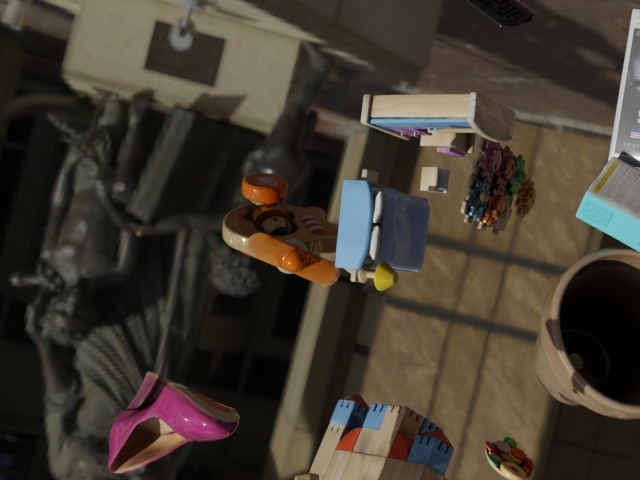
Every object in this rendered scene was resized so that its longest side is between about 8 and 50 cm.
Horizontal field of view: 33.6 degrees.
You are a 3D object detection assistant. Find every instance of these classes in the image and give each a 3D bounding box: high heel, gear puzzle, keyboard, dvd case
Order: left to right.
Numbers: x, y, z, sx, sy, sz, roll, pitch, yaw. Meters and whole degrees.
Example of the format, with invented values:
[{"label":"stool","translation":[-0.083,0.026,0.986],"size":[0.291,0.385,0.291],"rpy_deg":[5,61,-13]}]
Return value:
[{"label":"high heel","translation":[-0.238,0.317,1.664],"size":[0.127,0.181,0.377],"rpy_deg":[27,169,-18]},{"label":"keyboard","translation":[0.202,-0.352,1.397],"size":[0.192,0.038,0.100],"rpy_deg":[42,-139,18]},{"label":"gear puzzle","translation":[0.383,-0.096,2.167],"size":[0.044,0.176,0.339],"rpy_deg":[15,179,30]},{"label":"dvd case","translation":[0.541,-0.222,1.598],"size":[0.179,0.239,0.029],"rpy_deg":[13,-167,30]}]

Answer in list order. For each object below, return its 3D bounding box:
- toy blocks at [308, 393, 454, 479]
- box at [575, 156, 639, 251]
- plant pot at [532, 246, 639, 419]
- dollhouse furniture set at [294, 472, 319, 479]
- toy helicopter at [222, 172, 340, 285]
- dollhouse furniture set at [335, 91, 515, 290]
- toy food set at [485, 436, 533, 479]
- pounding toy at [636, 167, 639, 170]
[{"label":"toy blocks","translation":[0.111,0.404,1.837],"size":[0.190,0.261,0.381],"rpy_deg":[36,157,-30]},{"label":"box","translation":[0.519,-0.024,1.589],"size":[0.244,0.100,0.060],"rpy_deg":[32,145,17]},{"label":"plant pot","translation":[0.447,0.165,1.674],"size":[0.262,0.263,0.229],"rpy_deg":[14,159,-6]},{"label":"dollhouse furniture set","translation":[0.011,0.347,1.308],"size":[0.090,0.114,0.081],"rpy_deg":[-12,132,6]},{"label":"toy helicopter","translation":[0.000,0.000,1.874],"size":[0.354,0.140,0.235],"rpy_deg":[9,-157,4]},{"label":"dollhouse furniture set","translation":[0.194,-0.060,1.680],"size":[0.198,0.304,0.286],"rpy_deg":[6,177,36]},{"label":"toy food set","translation":[0.283,0.328,1.585],"size":[0.083,0.020,0.082],"rpy_deg":[-7,-139,-49]},{"label":"pounding toy","translation":[0.616,-0.105,1.837],"size":[0.141,0.130,0.100],"rpy_deg":[36,164,-9]}]
